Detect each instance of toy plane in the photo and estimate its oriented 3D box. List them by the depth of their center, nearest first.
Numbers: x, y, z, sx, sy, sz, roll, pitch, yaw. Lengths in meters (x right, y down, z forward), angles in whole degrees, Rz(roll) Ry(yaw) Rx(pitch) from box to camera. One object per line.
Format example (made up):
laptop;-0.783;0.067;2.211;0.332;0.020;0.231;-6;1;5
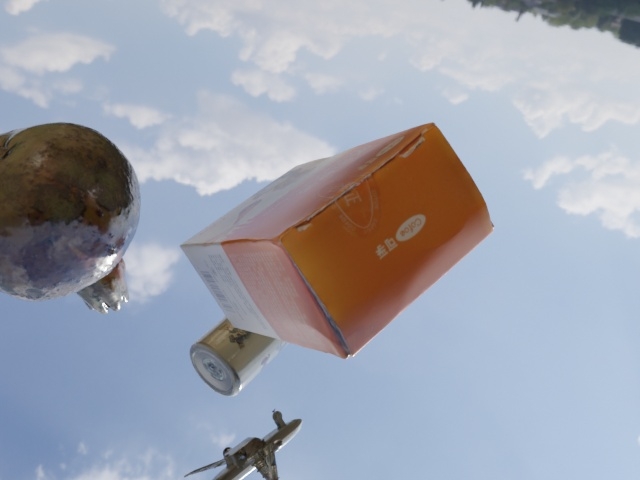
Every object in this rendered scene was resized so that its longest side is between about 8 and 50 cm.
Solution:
toy plane;-0.105;0.311;0.884;0.226;0.058;0.226;-19;-164;48

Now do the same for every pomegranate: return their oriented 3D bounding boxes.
pomegranate;-0.393;-0.007;0.977;0.285;0.340;0.284;-12;-136;12

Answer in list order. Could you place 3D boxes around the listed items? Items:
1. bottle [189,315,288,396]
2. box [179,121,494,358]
bottle;-0.104;0.148;1.066;0.110;0.109;0.233;26;-135;24
box;0.000;0.000;0.750;0.225;0.143;0.341;-38;-164;-23
